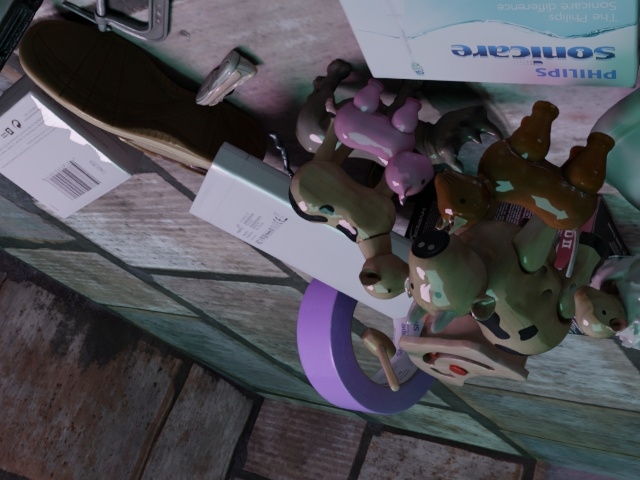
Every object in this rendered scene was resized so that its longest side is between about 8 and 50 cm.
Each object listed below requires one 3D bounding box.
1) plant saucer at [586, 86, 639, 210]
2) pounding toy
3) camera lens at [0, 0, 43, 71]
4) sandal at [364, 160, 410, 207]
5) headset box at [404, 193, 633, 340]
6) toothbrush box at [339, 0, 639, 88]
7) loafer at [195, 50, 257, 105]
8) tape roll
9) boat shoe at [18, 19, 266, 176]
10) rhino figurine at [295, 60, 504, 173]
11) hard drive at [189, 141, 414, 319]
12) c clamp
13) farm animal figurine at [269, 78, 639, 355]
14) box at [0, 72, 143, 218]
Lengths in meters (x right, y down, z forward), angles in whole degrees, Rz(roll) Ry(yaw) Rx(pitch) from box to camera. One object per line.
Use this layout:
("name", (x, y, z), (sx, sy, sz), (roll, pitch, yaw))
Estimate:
("plant saucer", (0.415, -0.041, 0.559), (0.400, 0.100, 0.400), (5, 169, 1))
("pounding toy", (0.194, 0.189, 1.112), (0.154, 0.155, 0.269), (38, 155, -29))
("camera lens", (-0.438, -0.290, 0.754), (0.274, 0.219, 0.219), (31, 157, -25))
("sandal", (0.096, -0.083, 0.992), (0.072, 0.049, 0.180), (21, 159, 1))
("headset box", (0.291, 0.037, 1.013), (0.293, 0.110, 0.218), (4, 153, 40))
("toothbrush box", (0.107, -0.241, 0.486), (0.216, 0.126, 0.295), (8, 155, 27))
("loafer", (-0.121, -0.197, 0.932), (0.039, 0.045, 0.125), (23, 157, -23))
("tape roll", (0.093, 0.157, 1.267), (0.275, 0.274, 0.090), (35, 154, -32))
("boat shoe", (-0.245, -0.174, 1.006), (0.342, 0.123, 0.123), (23, 159, -22))
("rhino figurine", (0.083, -0.127, 0.815), (0.243, 0.106, 0.073), (13, 158, 21))
("hard drive", (0.000, 0.000, 1.003), (0.353, 0.047, 0.233), (28, 161, -9))
("c clamp", (-0.242, -0.283, 0.864), (0.137, 0.022, 0.161), (26, 159, -11))
("farm animal figurine", (0.127, 0.012, 0.667), (0.327, 0.172, 0.330), (35, 169, -27))
("box", (-0.376, -0.154, 1.076), (0.181, 0.119, 0.182), (-24, 128, 34))
